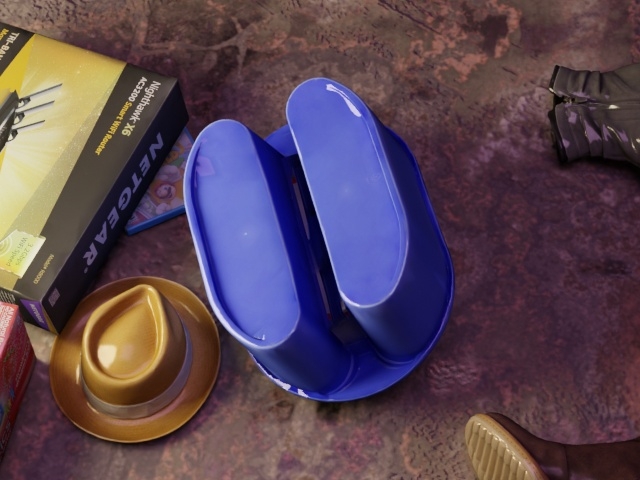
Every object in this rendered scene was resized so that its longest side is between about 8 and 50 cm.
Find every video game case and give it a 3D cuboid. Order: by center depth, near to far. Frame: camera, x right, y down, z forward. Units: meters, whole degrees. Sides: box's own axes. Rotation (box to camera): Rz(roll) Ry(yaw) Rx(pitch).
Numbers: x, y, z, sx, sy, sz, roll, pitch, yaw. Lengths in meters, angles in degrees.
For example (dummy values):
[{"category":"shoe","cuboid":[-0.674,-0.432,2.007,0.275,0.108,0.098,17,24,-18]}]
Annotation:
[{"category":"video game case","cuboid":[-0.202,-0.095,1.562,0.119,0.015,0.166,-24,64,-15]}]

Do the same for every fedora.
[{"category":"fedora","cuboid":[-0.195,0.110,1.411,0.194,0.079,0.194,1,60,-2]}]

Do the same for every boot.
[{"category":"boot","cuboid":[0.291,0.234,1.378,0.207,0.090,0.248,-27,58,-33]},{"category":"boot","cuboid":[0.351,-0.103,1.566,0.161,0.083,0.246,-8,58,4]}]

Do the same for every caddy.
[{"category":"caddy","cuboid":[0.000,0.000,1.430,0.241,0.179,0.341,-23,62,12]}]

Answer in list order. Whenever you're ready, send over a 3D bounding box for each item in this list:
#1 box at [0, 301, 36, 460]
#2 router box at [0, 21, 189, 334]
[{"category":"box","cuboid":[-0.381,0.188,1.332,0.122,0.128,0.257,12,60,4]},{"category":"router box","cuboid":[-0.324,-0.076,1.492,0.243,0.081,0.309,19,63,16]}]
